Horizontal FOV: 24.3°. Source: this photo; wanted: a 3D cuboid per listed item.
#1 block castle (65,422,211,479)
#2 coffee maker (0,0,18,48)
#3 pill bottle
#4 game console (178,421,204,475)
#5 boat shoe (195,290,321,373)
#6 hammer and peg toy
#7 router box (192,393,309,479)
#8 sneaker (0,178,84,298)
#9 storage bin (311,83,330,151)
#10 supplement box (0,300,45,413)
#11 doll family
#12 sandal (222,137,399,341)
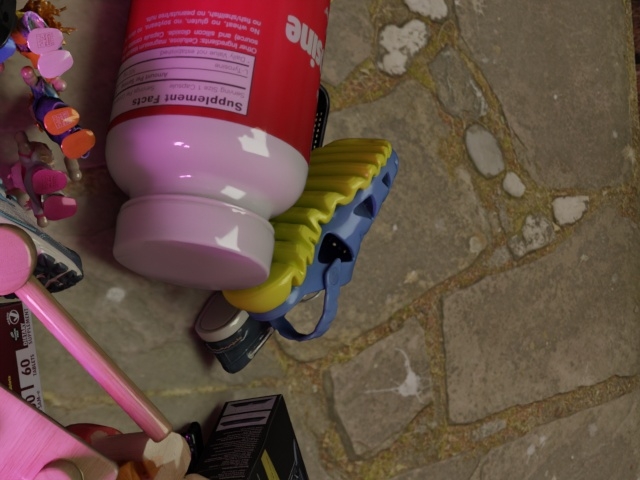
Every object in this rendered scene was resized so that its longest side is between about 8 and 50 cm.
[{"bbox_3d":[-0.196,0.426,1.466,0.303,0.212,0.453,-38,107,-41],"label":"block castle"},{"bbox_3d":[-0.383,-0.210,1.295,0.171,0.178,0.120,-8,92,-58],"label":"coffee maker"},{"bbox_3d":[-0.116,-0.163,1.671,0.229,0.229,0.408,32,60,-52],"label":"pill bottle"},{"bbox_3d":[-0.171,0.283,1.731,0.107,0.071,0.122,-78,161,-84],"label":"game console"},{"bbox_3d":[-0.061,0.061,1.856,0.254,0.095,0.079,-56,130,-43],"label":"boat shoe"},{"bbox_3d":[-0.297,0.176,1.200,0.361,0.266,0.127,-54,-178,-3],"label":"hammer and peg toy"},{"bbox_3d":[-0.063,0.376,1.759,0.243,0.081,0.309,-67,143,-64],"label":"router box"},{"bbox_3d":[-0.331,-0.042,1.385,0.283,0.110,0.122,31,50,-35],"label":"sneaker"},{"bbox_3d":[-0.064,-0.133,1.888,0.122,0.084,0.180,41,54,-49],"label":"storage bin"},{"bbox_3d":[-0.366,0.137,1.378,0.239,0.073,0.130,-14,98,-57],"label":"supplement box"},{"bbox_3d":[-0.278,-0.147,1.486,0.118,0.163,0.263,-24,112,-16],"label":"doll family"},{"bbox_3d":[0.000,0.000,1.795,0.317,0.126,0.138,-53,131,-31],"label":"sandal"}]
